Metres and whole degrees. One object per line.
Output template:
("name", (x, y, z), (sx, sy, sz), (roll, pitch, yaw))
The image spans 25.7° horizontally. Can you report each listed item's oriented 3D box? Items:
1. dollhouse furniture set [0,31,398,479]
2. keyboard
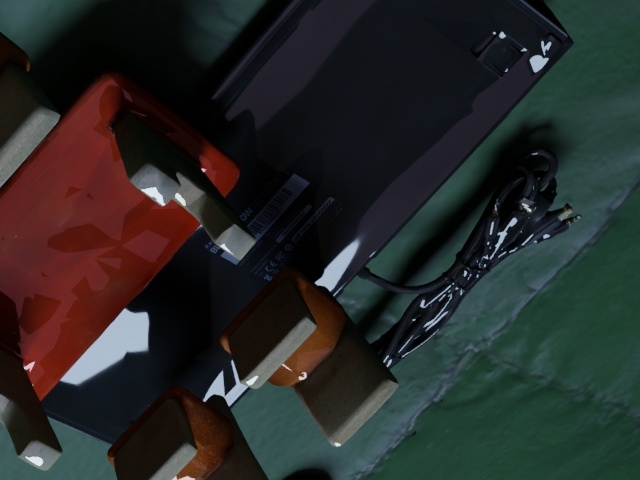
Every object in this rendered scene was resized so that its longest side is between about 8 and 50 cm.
("dollhouse furniture set", (-0.145, 0.042, 0.610), (0.259, 0.135, 0.262), (-47, 122, 6))
("keyboard", (0.000, 0.000, 0.691), (0.201, 0.033, 0.317), (31, 114, -31))
